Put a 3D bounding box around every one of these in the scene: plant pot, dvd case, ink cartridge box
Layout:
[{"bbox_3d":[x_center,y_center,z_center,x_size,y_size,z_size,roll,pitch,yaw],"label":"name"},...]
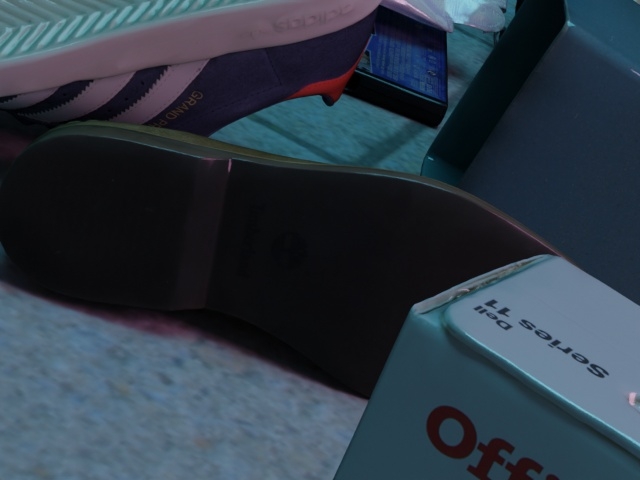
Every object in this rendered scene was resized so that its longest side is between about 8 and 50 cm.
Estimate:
[{"bbox_3d":[0.198,-0.028,0.896,0.234,0.165,0.166,29,25,-6],"label":"plant pot"},{"bbox_3d":[-0.022,-0.170,1.145,0.253,0.022,0.180,21,26,-6],"label":"dvd case"},{"bbox_3d":[0.065,0.130,0.411,0.153,0.208,0.087,34,27,22],"label":"ink cartridge box"}]

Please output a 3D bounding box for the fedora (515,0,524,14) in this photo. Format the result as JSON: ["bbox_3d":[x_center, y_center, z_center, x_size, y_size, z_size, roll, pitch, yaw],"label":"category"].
[{"bbox_3d":[0.319,-0.236,1.221,0.152,0.334,0.334,46,21,-15],"label":"fedora"}]

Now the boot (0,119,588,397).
[{"bbox_3d":[0.000,0.000,0.746,0.305,0.112,0.115,18,15,-6],"label":"boot"}]

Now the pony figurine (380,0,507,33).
[{"bbox_3d":[-0.009,-0.335,1.192,0.351,0.303,0.363,11,-2,-25],"label":"pony figurine"}]

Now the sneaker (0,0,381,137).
[{"bbox_3d":[-0.137,-0.098,0.818,0.350,0.148,0.131,-5,57,-8],"label":"sneaker"}]

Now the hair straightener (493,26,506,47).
[{"bbox_3d":[0.252,-0.148,1.298,0.230,0.047,0.089,10,28,-24],"label":"hair straightener"}]

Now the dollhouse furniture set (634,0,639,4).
[{"bbox_3d":[0.251,-0.068,1.099,0.129,0.129,0.184,7,59,-30],"label":"dollhouse furniture set"}]
